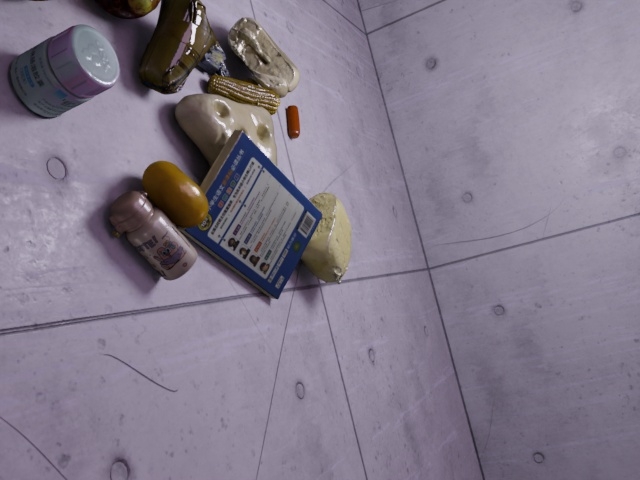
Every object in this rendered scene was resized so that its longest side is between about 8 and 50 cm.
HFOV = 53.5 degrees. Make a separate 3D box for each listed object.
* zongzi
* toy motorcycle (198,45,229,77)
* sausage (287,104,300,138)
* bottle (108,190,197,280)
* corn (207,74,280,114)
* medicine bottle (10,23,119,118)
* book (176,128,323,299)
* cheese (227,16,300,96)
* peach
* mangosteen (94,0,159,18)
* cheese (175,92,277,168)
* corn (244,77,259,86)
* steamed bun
[{"bbox_3d":[-0.353,-0.472,1.655,0.289,0.122,0.260,58,49,-79],"label":"zongzi"},{"bbox_3d":[-0.326,-0.547,1.834,0.193,0.061,0.124,32,44,-55],"label":"toy motorcycle"},{"bbox_3d":[-0.096,-0.422,2.267,0.041,0.039,0.131,35,43,-57],"label":"sausage"},{"bbox_3d":[-0.369,-0.010,1.371,0.110,0.097,0.209,-45,124,-14],"label":"bottle"},{"bbox_3d":[-0.227,-0.431,1.876,0.231,0.080,0.080,12,59,-30],"label":"corn"},{"bbox_3d":[-0.488,-0.323,1.218,0.135,0.168,0.135,45,36,-48],"label":"medicine bottle"},{"bbox_3d":[-0.169,-0.054,1.708,0.428,0.039,0.300,45,68,-47],"label":"book"},{"bbox_3d":[-0.178,-0.569,1.995,0.266,0.127,0.233,49,10,-1],"label":"cheese"},{"bbox_3d":[-0.331,-0.105,1.437,0.179,0.103,0.179,43,-10,9],"label":"peach"},{"bbox_3d":[-0.432,-0.609,1.462,0.192,0.217,0.192,-25,121,-50],"label":"mangosteen"},{"bbox_3d":[-0.239,-0.225,1.734,0.351,0.129,0.329,-3,81,-61],"label":"cheese"},{"bbox_3d":[-0.204,-0.391,1.972,0.080,0.080,0.238,11,67,-63],"label":"corn"},{"bbox_3d":[0.000,0.000,2.061,0.232,0.166,0.273,63,29,-50],"label":"steamed bun"}]
